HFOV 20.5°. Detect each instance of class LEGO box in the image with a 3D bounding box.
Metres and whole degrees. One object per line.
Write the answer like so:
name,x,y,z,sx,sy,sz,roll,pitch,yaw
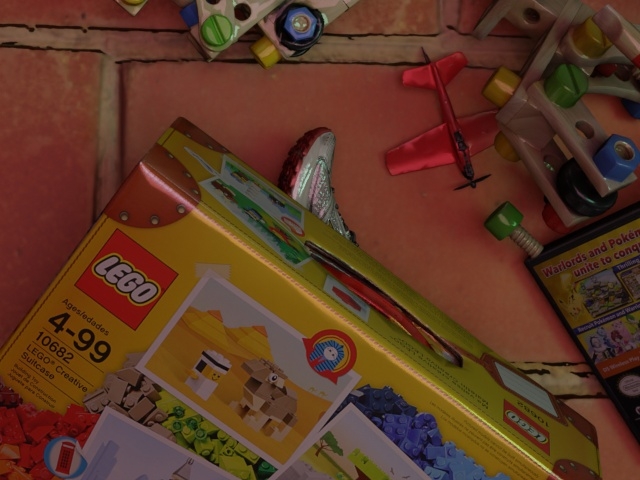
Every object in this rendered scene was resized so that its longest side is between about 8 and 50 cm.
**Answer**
LEGO box,-0.051,0.192,1.634,0.500,0.193,0.372,37,107,-5

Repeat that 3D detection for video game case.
video game case,0.363,0.071,1.696,0.035,0.275,0.248,-38,97,-46

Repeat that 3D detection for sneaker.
sneaker,0.000,0.000,1.736,0.093,0.088,0.225,1,102,-9

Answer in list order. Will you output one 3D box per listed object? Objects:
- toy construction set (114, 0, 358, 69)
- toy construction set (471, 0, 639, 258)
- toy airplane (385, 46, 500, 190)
toy construction set,-0.044,-0.294,1.689,0.328,0.151,0.215,-39,95,9
toy construction set,0.231,-0.168,1.634,0.237,0.309,0.257,43,75,-3
toy airplane,0.131,-0.123,1.761,0.151,0.028,0.151,0,92,-6
